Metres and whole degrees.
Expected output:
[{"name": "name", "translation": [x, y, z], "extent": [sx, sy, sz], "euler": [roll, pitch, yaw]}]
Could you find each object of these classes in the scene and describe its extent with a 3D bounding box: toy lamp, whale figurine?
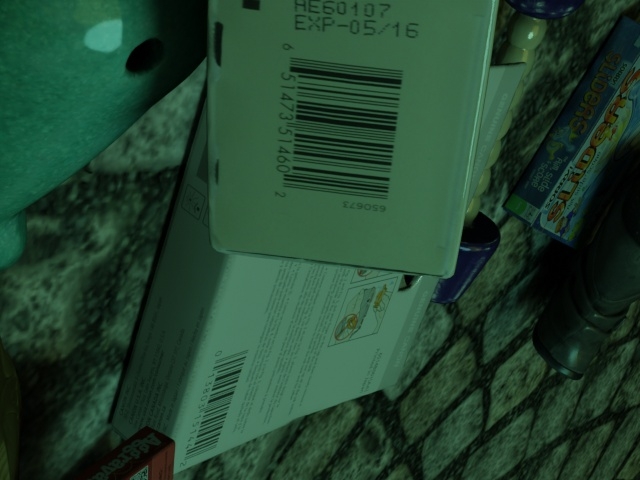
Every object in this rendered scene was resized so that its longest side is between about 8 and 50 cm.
[{"name": "toy lamp", "translation": [0.125, -0.076, 1.078], "extent": [0.080, 0.080, 0.275], "euler": [-18, 132, -47]}, {"name": "whale figurine", "translation": [-0.134, -0.076, 0.636], "extent": [0.216, 0.141, 0.272], "euler": [-7, 131, -48]}]

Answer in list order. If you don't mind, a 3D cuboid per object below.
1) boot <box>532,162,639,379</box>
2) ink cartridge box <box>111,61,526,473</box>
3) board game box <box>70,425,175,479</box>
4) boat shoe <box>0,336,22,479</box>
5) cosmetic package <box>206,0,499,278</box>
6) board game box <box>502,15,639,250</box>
[{"name": "boot", "translation": [0.323, -0.015, 1.407], "extent": [0.338, 0.118, 0.223], "euler": [-36, 163, -49]}, {"name": "ink cartridge box", "translation": [0.000, 0.000, 0.983], "extent": [0.261, 0.066, 0.296], "euler": [-14, 131, -49]}, {"name": "board game box", "translation": [-0.150, 0.263, 0.859], "extent": [0.145, 0.027, 0.281], "euler": [-32, 138, -48]}, {"name": "boat shoe", "translation": [-0.216, 0.101, 0.761], "extent": [0.096, 0.098, 0.277], "euler": [-3, 148, -7]}, {"name": "cosmetic package", "translation": [0.025, -0.145, 0.663], "extent": [0.309, 0.113, 0.160], "euler": [-80, 176, -47]}, {"name": "board game box", "translation": [0.257, -0.094, 1.288], "extent": [0.201, 0.035, 0.136], "euler": [-59, 150, 8]}]
